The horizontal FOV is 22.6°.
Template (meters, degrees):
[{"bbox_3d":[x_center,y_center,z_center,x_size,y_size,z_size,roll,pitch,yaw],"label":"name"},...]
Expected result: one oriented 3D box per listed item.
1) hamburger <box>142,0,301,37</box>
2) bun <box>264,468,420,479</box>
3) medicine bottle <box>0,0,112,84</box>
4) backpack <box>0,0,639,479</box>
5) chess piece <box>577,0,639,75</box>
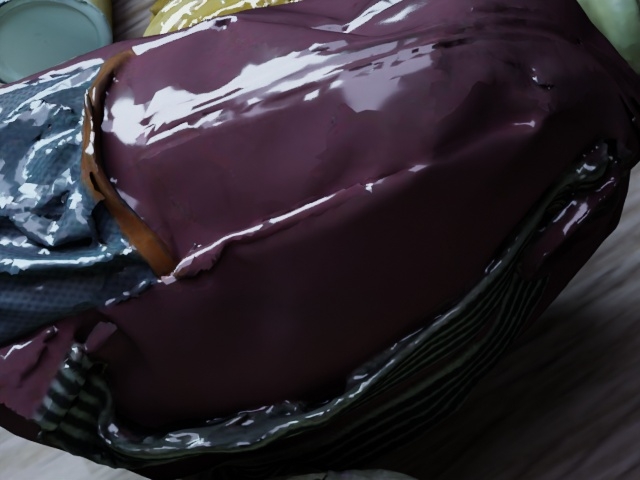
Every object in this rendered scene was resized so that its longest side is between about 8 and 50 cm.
[{"bbox_3d":[-0.006,-0.070,0.884,0.214,0.213,0.108,-10,36,11],"label":"hamburger"},{"bbox_3d":[-0.019,0.202,0.645,0.273,0.168,0.273,-17,19,6],"label":"bun"},{"bbox_3d":[-0.209,-0.284,1.209,0.108,0.108,0.426,-14,48,8],"label":"medicine bottle"},{"bbox_3d":[0.000,0.000,0.732,0.317,0.283,0.197,-22,67,15],"label":"backpack"},{"bbox_3d":[0.063,-0.132,0.960,0.251,0.144,0.144,-16,46,15],"label":"chess piece"}]
